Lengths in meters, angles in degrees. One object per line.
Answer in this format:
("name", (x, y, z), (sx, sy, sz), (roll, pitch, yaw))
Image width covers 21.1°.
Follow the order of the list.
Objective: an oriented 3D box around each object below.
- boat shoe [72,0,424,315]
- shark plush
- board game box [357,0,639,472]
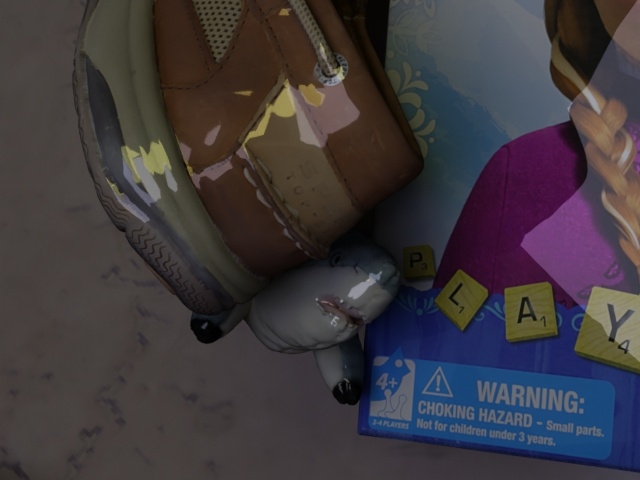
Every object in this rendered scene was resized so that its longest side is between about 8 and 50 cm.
("boat shoe", (-0.026, -0.123, 0.657), (0.116, 0.123, 0.324), (-22, 57, 16))
("shark plush", (0.000, 0.000, 0.676), (0.073, 0.161, 0.067), (30, 110, -11))
("board game box", (0.178, -0.069, 0.617), (0.318, 0.066, 0.318), (4, 91, 26))
